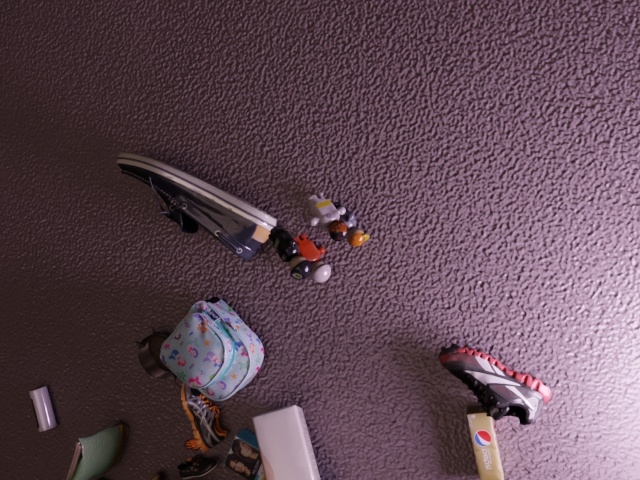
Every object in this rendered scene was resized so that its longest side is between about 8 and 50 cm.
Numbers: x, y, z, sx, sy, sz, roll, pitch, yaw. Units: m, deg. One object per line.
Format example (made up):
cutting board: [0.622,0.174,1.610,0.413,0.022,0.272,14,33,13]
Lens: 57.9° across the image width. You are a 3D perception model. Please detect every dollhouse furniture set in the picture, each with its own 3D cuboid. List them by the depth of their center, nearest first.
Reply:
dollhouse furniture set: [-0.634,0.716,1.703,0.151,0.197,0.302,22,99,17]

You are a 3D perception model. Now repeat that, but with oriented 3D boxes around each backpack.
backpack: [-0.293,0.307,1.593,0.253,0.191,0.225,42,102,6]

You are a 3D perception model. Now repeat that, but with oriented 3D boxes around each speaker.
speaker: [-0.887,0.536,1.850,0.055,0.055,0.136,-16,88,17]

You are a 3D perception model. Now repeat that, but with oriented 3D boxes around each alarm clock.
alarm clock: [-0.455,0.350,1.672,0.064,0.129,0.192,-35,98,17]

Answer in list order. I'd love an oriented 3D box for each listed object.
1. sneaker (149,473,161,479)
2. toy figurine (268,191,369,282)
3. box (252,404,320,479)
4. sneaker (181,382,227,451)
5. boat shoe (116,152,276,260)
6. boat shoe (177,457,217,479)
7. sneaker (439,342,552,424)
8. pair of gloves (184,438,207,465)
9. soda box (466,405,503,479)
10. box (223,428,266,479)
sneaker: [-0.505,0.787,1.739,0.083,0.069,0.186,30,107,6]
toy figurine: [0.000,0.000,1.468,0.209,0.213,0.148,-39,69,10]
box: [-0.073,0.598,1.497,0.121,0.148,0.311,-17,68,1]
sneaker: [-0.337,0.492,1.669,0.083,0.084,0.215,-22,89,4]
boat shoe: [-0.362,-0.102,1.594,0.499,0.187,0.156,28,94,9]
boat shoe: [-0.359,0.658,1.681,0.132,0.049,0.042,-22,100,23]
sneaker: [0.406,0.350,1.391,0.275,0.098,0.135,25,59,14]
pair of gloves: [-0.369,0.629,1.714,0.074,0.010,0.083,-11,90,17]
soda box: [0.410,0.508,1.438,0.058,0.061,0.182,-12,89,17]
box: [-0.142,0.636,1.617,0.244,0.060,0.101,25,99,15]
